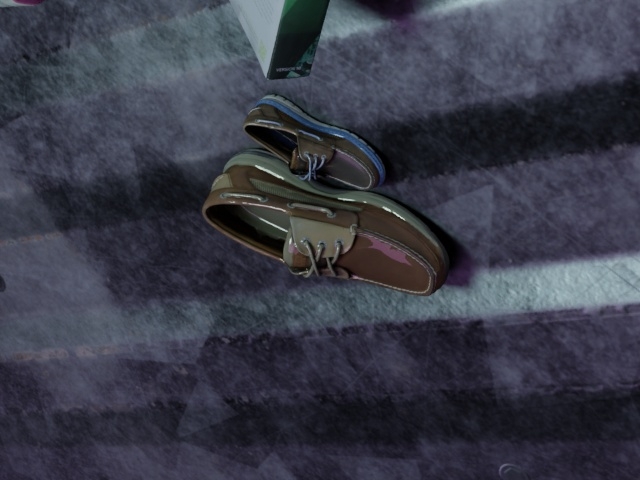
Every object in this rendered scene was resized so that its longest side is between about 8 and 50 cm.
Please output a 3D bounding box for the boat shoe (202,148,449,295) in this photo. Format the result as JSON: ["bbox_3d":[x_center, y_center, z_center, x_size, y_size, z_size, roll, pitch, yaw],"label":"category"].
[{"bbox_3d":[0.000,0.000,1.918,0.324,0.116,0.123,21,135,22],"label":"boat shoe"}]

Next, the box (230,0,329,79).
[{"bbox_3d":[-0.040,-0.358,1.594,0.322,0.058,0.232,106,147,-48],"label":"box"}]

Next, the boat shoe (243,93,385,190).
[{"bbox_3d":[-0.011,-0.103,1.876,0.183,0.066,0.066,28,138,16],"label":"boat shoe"}]

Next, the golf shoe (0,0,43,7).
[{"bbox_3d":[-0.478,-0.347,1.895,0.140,0.115,0.306,-8,159,44],"label":"golf shoe"}]
